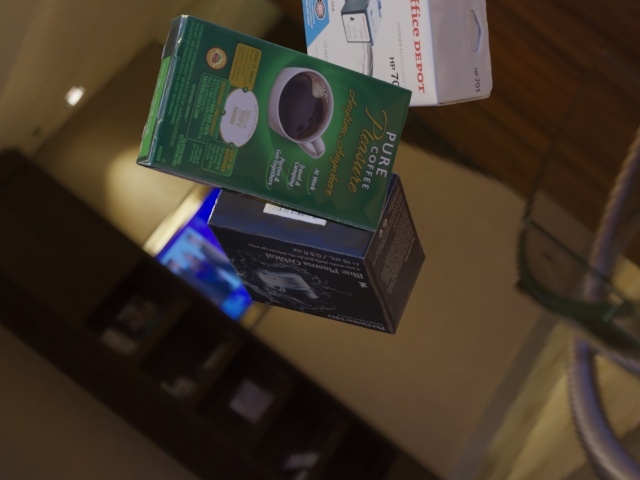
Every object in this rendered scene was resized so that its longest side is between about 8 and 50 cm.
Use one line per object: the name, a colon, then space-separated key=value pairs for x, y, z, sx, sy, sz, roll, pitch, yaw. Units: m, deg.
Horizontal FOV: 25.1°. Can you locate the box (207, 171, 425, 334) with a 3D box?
box: x=0.000 y=0.000 z=1.326 sx=0.158 sy=0.156 sz=0.093 roll=65 pitch=-138 yaw=-58

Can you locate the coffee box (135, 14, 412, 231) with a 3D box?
coffee box: x=-0.032 y=-0.081 z=1.039 sx=0.040 sy=0.184 sz=0.113 roll=2 pitch=79 yaw=67

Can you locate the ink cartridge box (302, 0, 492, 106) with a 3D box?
ink cartridge box: x=0.075 y=-0.207 z=1.467 sx=0.082 sy=0.140 sz=0.190 roll=-13 pitch=11 yaw=-38
